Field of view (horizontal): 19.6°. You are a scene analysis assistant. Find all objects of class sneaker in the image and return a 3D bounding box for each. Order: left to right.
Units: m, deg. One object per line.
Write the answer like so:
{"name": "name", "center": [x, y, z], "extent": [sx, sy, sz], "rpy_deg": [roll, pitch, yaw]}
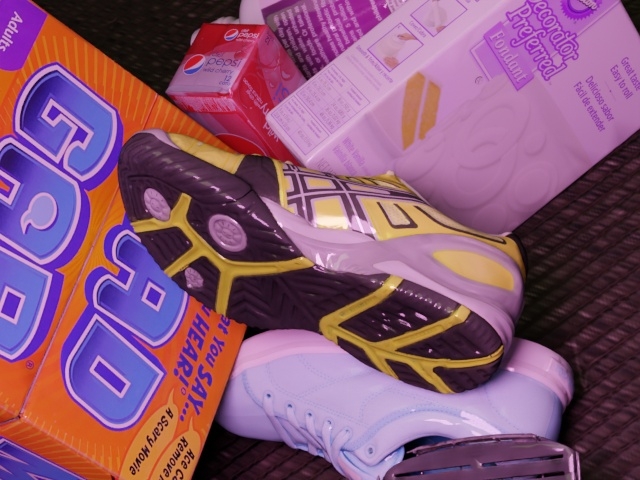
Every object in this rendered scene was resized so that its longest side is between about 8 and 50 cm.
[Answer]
{"name": "sneaker", "center": [0.000, 0.000, 1.628], "extent": [0.385, 0.145, 0.147], "rpy_deg": [27, 47, 10]}
{"name": "sneaker", "center": [0.039, 0.166, 1.662], "extent": [0.366, 0.135, 0.150], "rpy_deg": [-6, 47, 31]}

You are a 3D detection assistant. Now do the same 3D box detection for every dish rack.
{"name": "dish rack", "center": [0.125, 0.290, 1.498], "extent": [0.208, 0.074, 0.271], "rpy_deg": [-10, 70, 26]}

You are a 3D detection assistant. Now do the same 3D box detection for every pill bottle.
{"name": "pill bottle", "center": [0.020, -0.229, 1.987], "extent": [0.302, 0.169, 0.169], "rpy_deg": [-23, 45, 16]}

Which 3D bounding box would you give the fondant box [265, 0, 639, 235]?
{"name": "fondant box", "center": [0.146, -0.125, 1.761], "extent": [0.330, 0.238, 0.096], "rpy_deg": [-40, 42, -1]}

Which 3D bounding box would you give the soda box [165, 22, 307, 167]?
{"name": "soda box", "center": [-0.041, -0.101, 1.848], "extent": [0.083, 0.263, 0.092], "rpy_deg": [7, 59, 36]}

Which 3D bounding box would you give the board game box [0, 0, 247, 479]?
{"name": "board game box", "center": [-0.310, 0.049, 1.762], "extent": [0.356, 0.356, 0.356], "rpy_deg": [-22, 40, 48]}
